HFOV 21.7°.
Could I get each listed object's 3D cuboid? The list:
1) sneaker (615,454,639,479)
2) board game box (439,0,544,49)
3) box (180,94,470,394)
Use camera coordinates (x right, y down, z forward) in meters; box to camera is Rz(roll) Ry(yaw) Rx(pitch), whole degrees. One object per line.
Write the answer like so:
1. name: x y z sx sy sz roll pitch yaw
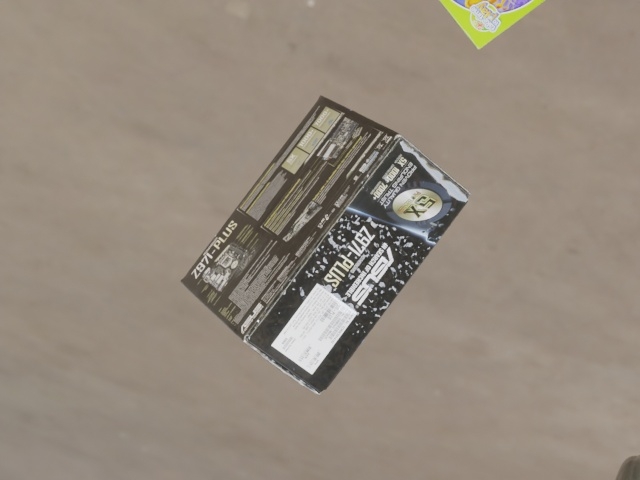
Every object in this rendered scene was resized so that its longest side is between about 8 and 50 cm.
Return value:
1. sneaker: 0.265 0.277 1.526 0.130 0.109 0.286 -21 -173 20
2. board game box: 0.184 -0.445 2.073 0.233 0.078 0.347 -36 104 17
3. box: 0.000 0.000 1.208 0.077 0.180 0.147 38 178 -28
